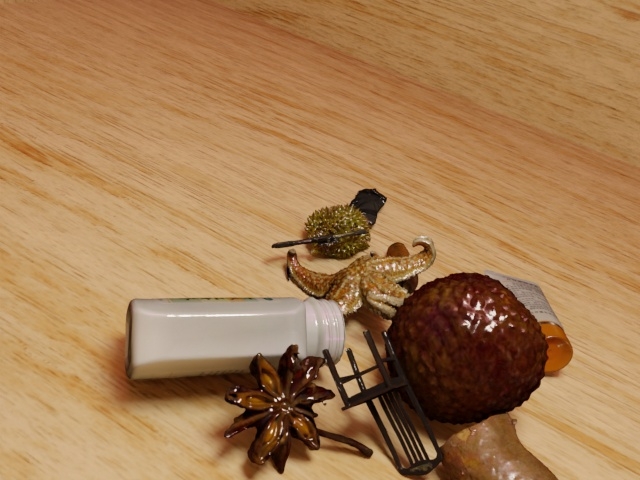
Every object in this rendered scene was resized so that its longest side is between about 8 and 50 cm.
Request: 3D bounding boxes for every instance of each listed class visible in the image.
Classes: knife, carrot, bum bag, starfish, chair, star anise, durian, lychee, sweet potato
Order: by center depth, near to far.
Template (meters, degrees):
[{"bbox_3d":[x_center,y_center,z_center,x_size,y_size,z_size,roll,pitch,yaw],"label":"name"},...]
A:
[{"bbox_3d":[0.291,0.387,0.771,0.131,0.131,0.336,-2,35,-27],"label":"sweet potato"},{"bbox_3d":[-0.041,0.258,0.832,0.177,0.073,0.234,-32,97,-25],"label":"star anise"},{"bbox_3d":[0.093,0.240,0.851,0.101,0.084,0.212,19,45,-64],"label":"chair"},{"bbox_3d":[0.228,0.169,0.963,0.261,0.260,0.260,12,31,-7],"label":"lychee"},{"bbox_3d":[0.066,0.071,1.164,0.303,0.113,0.312,0,23,26],"label":"starfish"},{"bbox_3d":[-0.003,0.001,1.243,0.222,0.021,0.045,-8,-3,-24],"label":"knife"},{"bbox_3d":[0.180,0.058,1.305,0.060,0.060,0.186,13,28,-5],"label":"carrot"},{"bbox_3d":[0.032,-0.024,1.331,0.146,0.102,0.208,34,39,16],"label":"durian"},{"bbox_3d":[0.115,-0.089,1.517,0.087,0.049,0.197,17,31,11],"label":"bum bag"}]

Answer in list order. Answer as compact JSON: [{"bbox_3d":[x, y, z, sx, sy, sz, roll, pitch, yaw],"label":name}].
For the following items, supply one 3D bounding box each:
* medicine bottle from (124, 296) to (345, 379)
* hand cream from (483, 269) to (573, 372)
[{"bbox_3d":[-0.128,0.147,0.916,0.324,0.179,0.124,3,78,-21],"label":"medicine bottle"},{"bbox_3d":[0.436,0.146,1.257,0.140,0.089,0.314,16,27,-2],"label":"hand cream"}]
